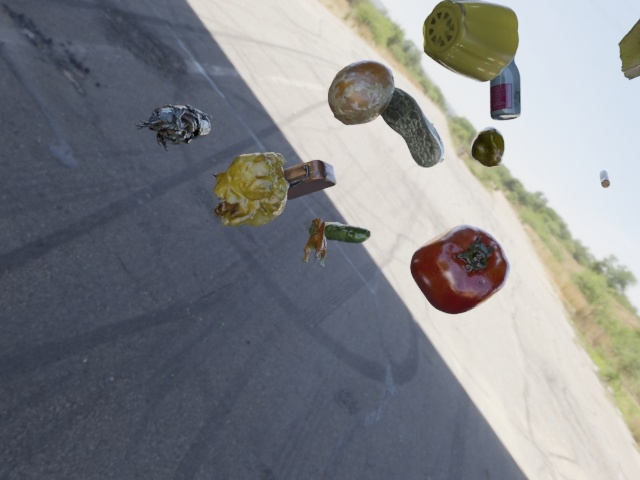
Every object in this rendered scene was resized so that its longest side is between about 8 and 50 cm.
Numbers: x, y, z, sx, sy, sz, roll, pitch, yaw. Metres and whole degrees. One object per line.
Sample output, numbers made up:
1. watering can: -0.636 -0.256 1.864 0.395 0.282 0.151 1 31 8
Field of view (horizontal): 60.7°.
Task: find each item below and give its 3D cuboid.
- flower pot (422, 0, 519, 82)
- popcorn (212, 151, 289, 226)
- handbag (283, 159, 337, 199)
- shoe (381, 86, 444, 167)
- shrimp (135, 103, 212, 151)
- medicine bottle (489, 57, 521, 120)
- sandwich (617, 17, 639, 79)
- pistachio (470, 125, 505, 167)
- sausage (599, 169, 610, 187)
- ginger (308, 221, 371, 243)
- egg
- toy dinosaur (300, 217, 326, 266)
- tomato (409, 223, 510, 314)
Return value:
1. flower pot: 0.350 -0.494 1.322 0.179 0.195 0.195 -2 51 -39
2. popcorn: -0.194 -0.137 1.587 0.191 0.253 0.190 63 13 27
3. handbag: -0.055 -0.194 1.749 0.151 0.193 0.072 18 60 -69
4. shoe: 0.326 -0.376 1.851 0.159 0.124 0.316 -1 60 -57
5. shrimp: -0.447 -0.381 1.749 0.137 0.172 0.372 50 21 -8
6. medicine bottle: 0.550 -0.473 1.630 0.090 0.090 0.216 3 86 -67
7. sandwich: 0.847 -0.484 1.416 0.058 0.162 0.193 14 46 -15
8. pistachio: 0.549 -0.313 1.787 0.100 0.110 0.189 11 38 5
9. sausage: 0.833 -0.182 1.604 0.026 0.026 0.116 50 33 -4
10. ginger: 0.079 -0.035 2.298 0.137 0.290 0.089 18 80 -42
11. egg: 0.130 -0.470 1.730 0.195 0.233 0.195 42 -4 4
12. toy dinosaur: 0.000 0.000 1.544 0.057 0.142 0.212 20 -8 -18
13. tomato: 0.486 0.099 1.937 0.293 0.325 0.290 47 -24 7
